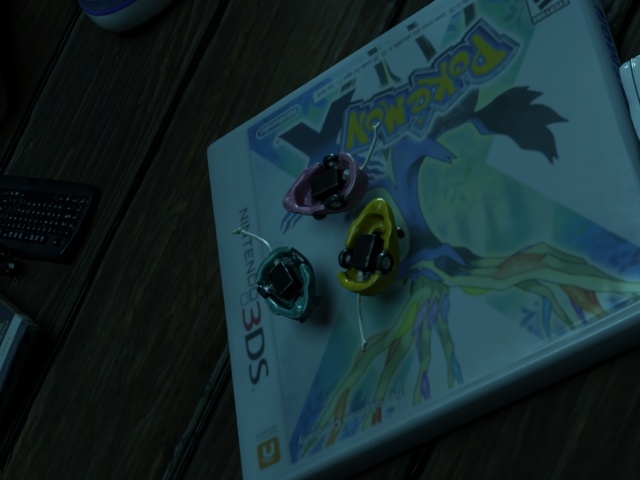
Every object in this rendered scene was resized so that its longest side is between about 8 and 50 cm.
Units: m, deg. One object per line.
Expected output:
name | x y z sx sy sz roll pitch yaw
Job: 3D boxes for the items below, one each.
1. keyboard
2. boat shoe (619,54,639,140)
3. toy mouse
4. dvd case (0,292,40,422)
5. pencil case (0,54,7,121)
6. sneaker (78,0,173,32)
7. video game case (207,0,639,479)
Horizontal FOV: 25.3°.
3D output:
keyboard | -0.279 -0.015 1.262 0.192 0.038 0.100 5 73 45
boat shoe | 0.209 -0.076 0.851 0.035 0.035 0.100 -33 44 29
toy mouse | 0.000 0.000 0.952 0.143 0.031 0.161 -2 68 42
dvd case | -0.332 0.105 1.246 0.221 0.018 0.165 30 98 46
pencil case | -0.377 -0.218 1.400 0.124 0.124 0.284 -36 50 24
sneaker | -0.165 -0.357 1.187 0.323 0.236 0.130 -52 44 9
video game case | 0.063 -0.015 0.950 0.329 0.036 0.300 -29 52 28
